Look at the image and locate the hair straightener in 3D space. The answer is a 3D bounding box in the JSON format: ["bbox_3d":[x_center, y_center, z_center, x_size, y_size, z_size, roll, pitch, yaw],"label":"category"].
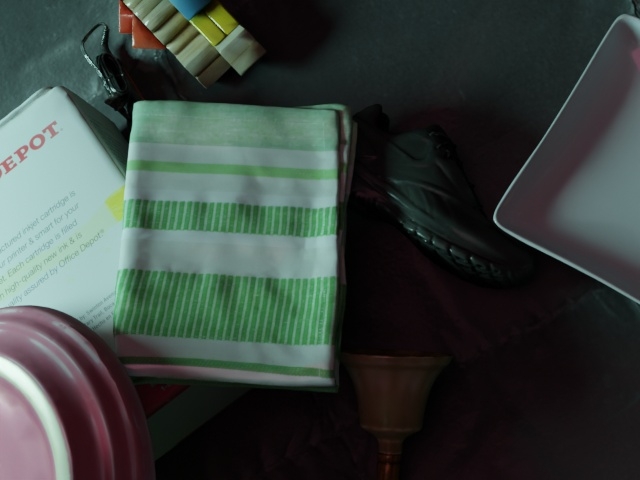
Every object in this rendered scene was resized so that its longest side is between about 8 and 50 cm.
[{"bbox_3d":[-0.223,-0.172,1.819,0.047,0.089,0.230,-31,69,10],"label":"hair straightener"}]

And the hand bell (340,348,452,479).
[{"bbox_3d":[0.073,0.239,1.626,0.126,0.126,0.242,2,88,18],"label":"hand bell"}]

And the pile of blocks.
[{"bbox_3d":[-0.222,-0.309,1.822,0.112,0.149,0.362,-44,68,2],"label":"pile of blocks"}]

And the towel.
[{"bbox_3d":[-0.090,-0.001,1.615,0.248,0.038,0.325,2,66,2],"label":"towel"}]

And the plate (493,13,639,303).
[{"bbox_3d":[0.367,-0.063,1.612,0.278,0.045,0.277,30,80,16],"label":"plate"}]

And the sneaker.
[{"bbox_3d":[0.122,-0.054,1.675,0.286,0.109,0.130,35,82,20],"label":"sneaker"}]

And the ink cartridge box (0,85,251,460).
[{"bbox_3d":[-0.275,0.061,1.735,0.279,0.160,0.384,-37,70,6],"label":"ink cartridge box"}]

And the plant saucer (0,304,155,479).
[{"bbox_3d":[-0.317,0.233,1.569,0.332,0.084,0.332,1,92,36],"label":"plant saucer"}]
